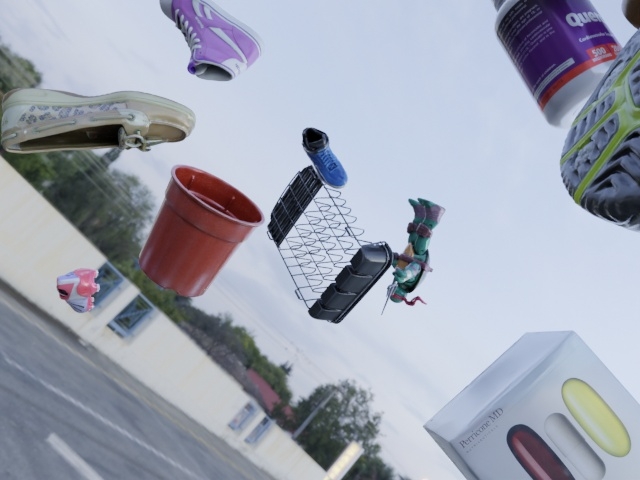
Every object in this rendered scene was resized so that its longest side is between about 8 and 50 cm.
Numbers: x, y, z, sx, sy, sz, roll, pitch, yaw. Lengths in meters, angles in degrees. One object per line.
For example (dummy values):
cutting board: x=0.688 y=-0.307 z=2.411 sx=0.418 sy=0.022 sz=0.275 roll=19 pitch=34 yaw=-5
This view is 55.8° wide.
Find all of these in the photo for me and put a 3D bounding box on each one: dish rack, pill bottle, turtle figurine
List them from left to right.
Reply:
dish rack: x=0.000 y=0.000 z=1.161 sx=0.074 sy=0.208 sz=0.272 roll=4 pitch=46 yaw=-43
turtle figurine: x=0.162 y=0.035 z=1.180 sx=0.118 sy=0.234 sz=0.175 roll=25 pitch=-2 yaw=-26
pill bottle: x=0.467 y=-0.394 z=1.201 sx=0.181 sy=0.181 sz=0.323 roll=89 pitch=-20 yaw=-68

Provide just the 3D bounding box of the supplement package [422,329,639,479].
supplement package: x=0.269 y=0.244 z=0.713 sx=0.203 sy=0.194 sz=0.149 roll=49 pitch=-8 yaw=7

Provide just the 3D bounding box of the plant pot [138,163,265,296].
plant pot: x=-0.327 y=-0.013 z=1.584 sx=0.272 sy=0.265 sz=0.272 roll=31 pitch=15 yaw=-9

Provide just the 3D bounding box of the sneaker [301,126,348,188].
sneaker: x=0.007 y=-0.186 z=1.339 sx=0.152 sy=0.058 sz=0.085 roll=57 pitch=-6 yaw=17

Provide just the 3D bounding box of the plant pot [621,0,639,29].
plant pot: x=0.656 y=-0.493 z=1.059 sx=0.237 sy=0.237 sz=0.254 roll=41 pitch=-31 yaw=11

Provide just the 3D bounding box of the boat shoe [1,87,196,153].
boat shoe: x=-0.338 y=-0.171 z=0.942 sx=0.104 sy=0.285 sz=0.089 roll=120 pitch=-34 yaw=-65

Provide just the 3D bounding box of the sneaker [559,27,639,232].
sneaker: x=0.264 y=-0.034 z=0.346 sx=0.147 sy=0.145 sz=0.385 roll=23 pitch=24 yaw=-10

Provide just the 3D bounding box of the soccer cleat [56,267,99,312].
soccer cleat: x=-0.599 y=0.123 z=1.473 sx=0.248 sy=0.095 sz=0.083 roll=-34 pitch=-119 yaw=58

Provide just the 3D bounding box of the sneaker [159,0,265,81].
sneaker: x=-0.285 y=-0.465 z=1.380 sx=0.282 sy=0.161 sz=0.102 roll=32 pitch=-24 yaw=12
